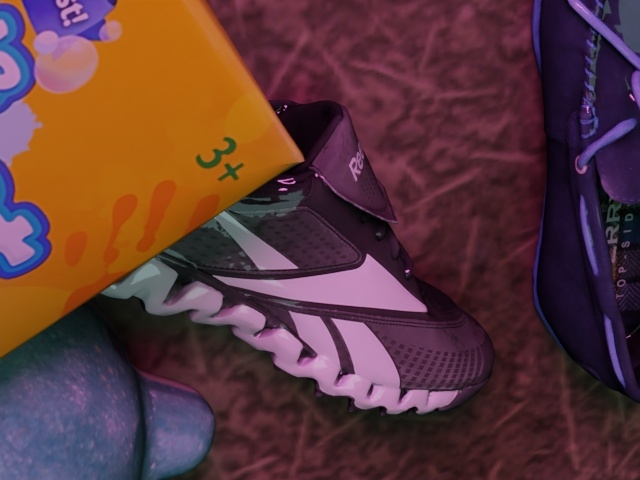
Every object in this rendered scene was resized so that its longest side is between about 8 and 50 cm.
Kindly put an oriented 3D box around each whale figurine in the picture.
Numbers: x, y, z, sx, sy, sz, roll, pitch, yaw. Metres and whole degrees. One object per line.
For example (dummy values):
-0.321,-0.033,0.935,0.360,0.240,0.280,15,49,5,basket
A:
-0.135,0.130,0.626,0.216,0.141,0.272,-25,128,-7,whale figurine

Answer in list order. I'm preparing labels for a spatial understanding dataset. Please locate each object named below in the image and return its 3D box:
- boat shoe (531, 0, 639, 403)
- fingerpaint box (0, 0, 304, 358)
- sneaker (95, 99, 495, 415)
0.152,-0.045,0.667,0.109,0.089,0.258,-17,126,-12,boat shoe
-0.267,-0.089,0.373,0.371,0.163,0.445,-33,137,0,fingerpaint box
0.000,0.000,0.639,0.234,0.078,0.106,25,111,-31,sneaker
